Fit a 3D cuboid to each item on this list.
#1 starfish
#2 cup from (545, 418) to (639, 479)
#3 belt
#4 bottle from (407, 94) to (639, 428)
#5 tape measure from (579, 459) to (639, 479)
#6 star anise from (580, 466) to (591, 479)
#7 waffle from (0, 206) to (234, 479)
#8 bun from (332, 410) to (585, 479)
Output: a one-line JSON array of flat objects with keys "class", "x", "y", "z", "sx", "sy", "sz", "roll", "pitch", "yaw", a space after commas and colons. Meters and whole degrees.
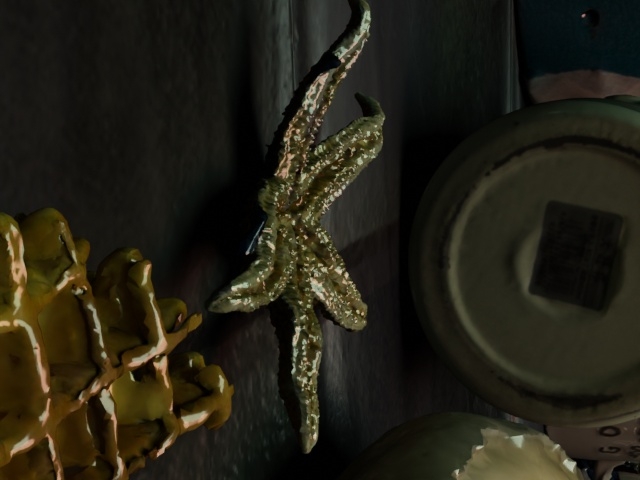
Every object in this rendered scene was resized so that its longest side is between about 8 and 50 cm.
[{"class": "starfish", "x": 0.000, "y": 0.000, "z": 0.610, "sx": 0.176, "sy": 0.053, "sz": 0.208, "roll": 68, "pitch": 34, "yaw": -49}, {"class": "cup", "x": 0.362, "y": 0.175, "z": 1.355, "sx": 0.186, "sy": 0.234, "sz": 0.258, "roll": -44, "pitch": 135, "yaw": -61}, {"class": "belt", "x": 0.287, "y": -0.292, "z": 1.190, "sx": 0.300, "sy": 0.173, "sz": 0.436, "roll": -10, "pitch": 98, "yaw": -60}, {"class": "bottle", "x": 0.201, "y": 0.006, "z": 0.952, "sx": 0.351, "sy": 0.229, "sz": 0.229, "roll": -20, "pitch": 111, "yaw": -72}, {"class": "tape measure", "x": 0.389, "y": 0.145, "z": 1.604, "sx": 0.215, "sy": 0.098, "sz": 0.351, "roll": 54, "pitch": 45, "yaw": -56}, {"class": "star anise", "x": 0.220, "y": 0.295, "z": 1.156, "sx": 0.283, "sy": 0.129, "sz": 0.212, "roll": 36, "pitch": 75, "yaw": -61}, {"class": "waffle", "x": -0.090, "y": 0.110, "z": 0.384, "sx": 0.229, "sy": 0.051, "sz": 0.231, "roll": 62, "pitch": 37, "yaw": -54}, {"class": "bun", "x": 0.057, "y": 0.228, "z": 0.665, "sx": 0.287, "sy": 0.146, "sz": 0.287, "roll": 27, "pitch": 58, "yaw": -54}]
